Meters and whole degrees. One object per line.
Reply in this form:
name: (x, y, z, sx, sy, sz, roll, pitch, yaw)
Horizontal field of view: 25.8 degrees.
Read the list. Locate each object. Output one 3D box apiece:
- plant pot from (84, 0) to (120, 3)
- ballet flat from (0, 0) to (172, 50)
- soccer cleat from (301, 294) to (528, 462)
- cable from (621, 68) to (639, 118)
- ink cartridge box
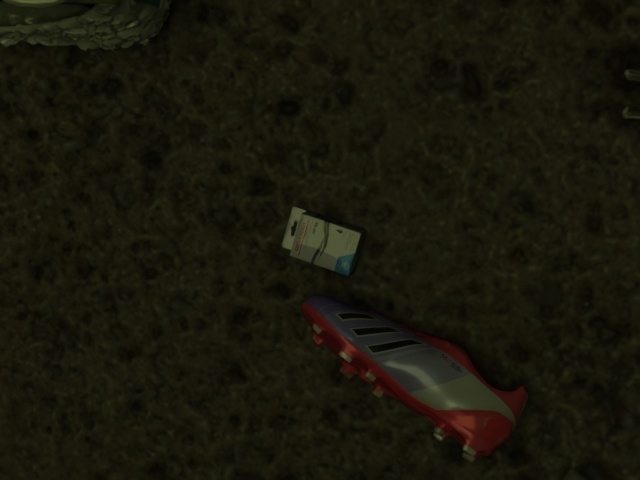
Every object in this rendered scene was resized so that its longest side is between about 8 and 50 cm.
plant pot: (-0.255, -0.377, 1.322, 0.227, 0.228, 0.207, 10, 129, 15)
ballet flat: (-0.356, -0.274, 1.448, 0.409, 0.147, 0.147, 4, 99, 15)
soccer cleat: (0.093, 0.123, 1.421, 0.248, 0.083, 0.095, 36, 76, 12)
cable: (0.434, -0.136, 1.312, 0.287, 0.072, 0.139, 20, 85, -1)
ink cartridge box: (0.000, 0.000, 1.444, 0.083, 0.028, 0.048, 19, 102, 12)
